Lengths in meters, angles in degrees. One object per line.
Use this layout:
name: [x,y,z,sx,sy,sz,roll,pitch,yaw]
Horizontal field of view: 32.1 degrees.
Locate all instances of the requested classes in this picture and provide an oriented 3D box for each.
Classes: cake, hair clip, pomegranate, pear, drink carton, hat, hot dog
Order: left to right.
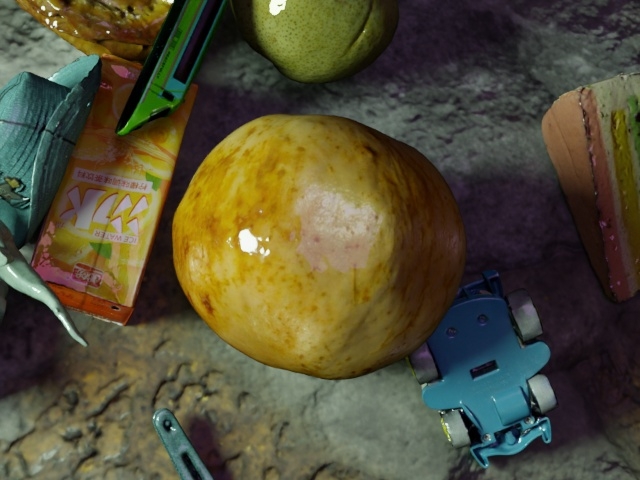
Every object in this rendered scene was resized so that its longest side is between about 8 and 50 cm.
hat: [-0.256,-0.090,0.942,0.078,0.138,0.191,31,65,-37]
hot dog: [-0.224,-0.274,1.025,0.259,0.114,0.175,33,77,-4]
drink carton: [-0.184,-0.046,0.984,0.096,0.071,0.222,17,68,-11]
hair clip: [-0.078,0.241,0.929,0.039,0.070,0.229,-32,75,-21]
pear: [-0.009,-0.229,1.062,0.167,0.137,0.167,40,31,-30]
pomegranate: [0.000,0.000,0.944,0.248,0.248,0.248,6,69,-15]
cake: [0.307,-0.057,1.158,0.109,0.090,0.225,-14,94,-24]

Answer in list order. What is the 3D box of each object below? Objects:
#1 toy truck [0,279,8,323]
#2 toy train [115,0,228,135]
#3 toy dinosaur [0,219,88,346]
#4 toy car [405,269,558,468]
toy truck: [-0.382,0.062,0.866,0.257,0.108,0.140,13,53,-18]
toy train: [-0.118,-0.175,0.975,0.042,0.044,0.209,28,73,-23]
toy dinosaur: [-0.271,0.004,0.889,0.242,0.167,0.053,32,95,1]
toy car: [0.151,0.115,1.032,0.126,0.098,0.161,-24,108,3]
